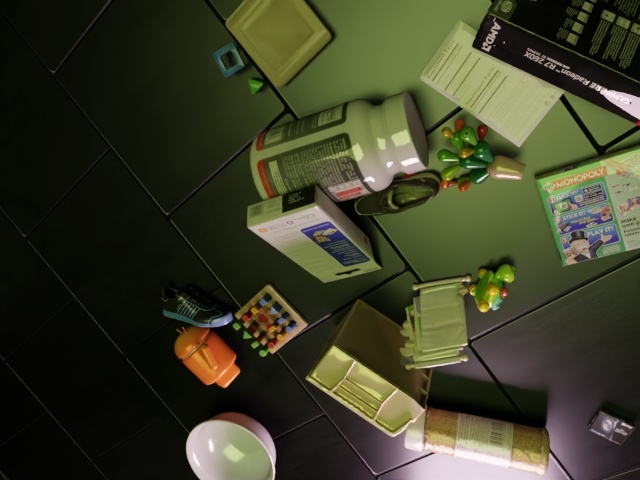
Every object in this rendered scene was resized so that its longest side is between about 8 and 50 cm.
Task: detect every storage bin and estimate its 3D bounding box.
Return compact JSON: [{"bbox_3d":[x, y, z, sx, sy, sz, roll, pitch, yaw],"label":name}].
[{"bbox_3d":[0.139,0.308,1.322,0.260,0.262,0.123,34,115,4],"label":"storage bin"}]

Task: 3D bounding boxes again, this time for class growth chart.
[{"bbox_3d":[0.278,0.196,1.278,0.172,0.237,0.021,-7,146,26],"label":"growth chart"}]

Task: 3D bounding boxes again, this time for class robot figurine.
[{"bbox_3d":[-0.338,0.335,1.562,0.128,0.158,0.219,-41,99,16],"label":"robot figurine"}]

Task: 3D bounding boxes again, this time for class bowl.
[{"bbox_3d":[-0.257,0.647,1.654,0.298,0.134,0.297,6,111,17],"label":"bowl"}]

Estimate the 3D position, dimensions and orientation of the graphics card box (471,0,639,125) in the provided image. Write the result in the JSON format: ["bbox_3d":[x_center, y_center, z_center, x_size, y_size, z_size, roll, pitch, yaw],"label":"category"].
[{"bbox_3d":[0.494,-0.378,0.964,0.371,0.232,0.094,28,158,6],"label":"graphics card box"}]

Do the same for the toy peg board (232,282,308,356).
[{"bbox_3d":[-0.152,0.237,1.495,0.161,0.079,0.161,46,117,-3],"label":"toy peg board"}]

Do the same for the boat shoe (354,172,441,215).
[{"bbox_3d":[0.174,-0.104,1.254,0.224,0.073,0.080,-14,104,27],"label":"boat shoe"}]

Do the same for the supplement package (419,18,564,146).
[{"bbox_3d":[0.347,-0.323,1.082,0.244,0.139,0.133,36,115,5],"label":"supplement package"}]

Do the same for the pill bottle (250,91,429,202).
[{"bbox_3d":[0.043,-0.194,1.194,0.363,0.210,0.210,-13,105,23],"label":"pill bottle"}]

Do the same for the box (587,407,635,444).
[{"bbox_3d":[0.723,0.463,1.317,0.083,0.018,0.067,26,116,8],"label":"box"}]

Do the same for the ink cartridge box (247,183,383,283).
[{"bbox_3d":[0.000,0.000,1.270,0.176,0.069,0.371,-16,147,23],"label":"ink cartridge box"}]

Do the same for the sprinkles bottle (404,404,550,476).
[{"bbox_3d":[0.403,0.519,1.388,0.356,0.121,0.121,6,111,17],"label":"sprinkles bottle"}]

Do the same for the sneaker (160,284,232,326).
[{"bbox_3d":[-0.369,0.188,1.550,0.233,0.081,0.090,7,117,17],"label":"sneaker"}]

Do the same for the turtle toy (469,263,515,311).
[{"bbox_3d":[0.412,0.110,1.257,0.066,0.095,0.130,16,117,-11],"label":"turtle toy"}]

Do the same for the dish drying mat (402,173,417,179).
[{"bbox_3d":[0.235,-0.131,1.265,0.083,0.008,0.032,43,118,-1],"label":"dish drying mat"}]

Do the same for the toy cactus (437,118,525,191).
[{"bbox_3d":[0.342,-0.170,1.131,0.181,0.112,0.219,16,149,18],"label":"toy cactus"}]

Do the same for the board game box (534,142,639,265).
[{"bbox_3d":[0.649,-0.086,1.121,0.318,0.046,0.213,-17,102,24],"label":"board game box"}]

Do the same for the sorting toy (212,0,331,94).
[{"bbox_3d":[-0.094,-0.488,1.224,0.348,0.047,0.196,-37,99,27],"label":"sorting toy"}]
